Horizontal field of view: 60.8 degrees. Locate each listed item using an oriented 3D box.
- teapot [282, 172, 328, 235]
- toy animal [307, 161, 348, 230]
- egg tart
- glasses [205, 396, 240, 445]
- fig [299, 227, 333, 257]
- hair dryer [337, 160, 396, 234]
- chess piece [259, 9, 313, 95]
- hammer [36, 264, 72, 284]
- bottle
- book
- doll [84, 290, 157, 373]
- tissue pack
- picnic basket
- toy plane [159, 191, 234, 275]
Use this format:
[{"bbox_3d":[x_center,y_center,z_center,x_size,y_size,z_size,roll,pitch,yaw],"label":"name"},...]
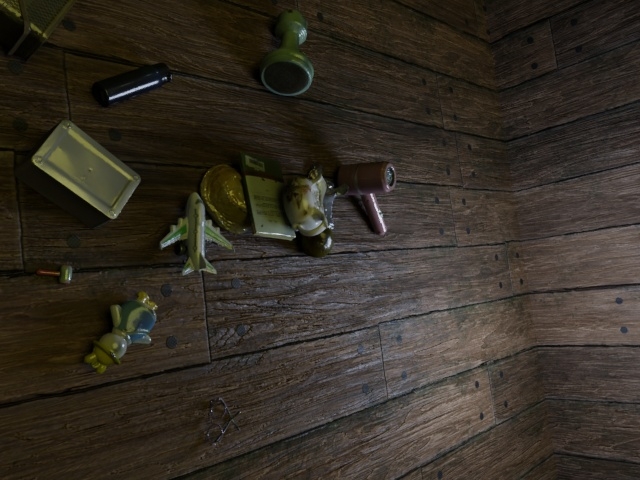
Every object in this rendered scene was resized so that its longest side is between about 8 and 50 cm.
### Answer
[{"bbox_3d":[-0.042,-0.117,1.867,0.204,0.139,0.298,63,17,-45],"label":"teapot"},{"bbox_3d":[-0.005,-0.178,2.037,0.197,0.160,0.272,-6,79,-43],"label":"toy animal"},{"bbox_3d":[-0.280,-0.144,1.790,0.232,0.098,0.252,-14,87,-48],"label":"egg tart"},{"bbox_3d":[-0.294,0.554,1.674,0.104,0.063,0.139,34,57,-60],"label":"glasses"},{"bbox_3d":[0.010,-0.007,2.018,0.185,0.127,0.132,-7,73,-41],"label":"fig"},{"bbox_3d":[0.225,-0.160,2.221,0.125,0.210,0.352,-59,136,-40],"label":"hair dryer"},{"bbox_3d":[-0.116,-0.705,2.013,0.195,0.195,0.299,27,54,-38],"label":"chess piece"},{"bbox_3d":[-0.681,0.085,1.395,0.083,0.031,0.052,10,71,-36],"label":"hammer"},{"bbox_3d":[-0.550,-0.465,1.608,0.244,0.082,0.072,-38,152,-41],"label":"bottle"},{"bbox_3d":[-0.178,-0.148,1.833,0.201,0.026,0.289,9,66,-53],"label":"book"},{"bbox_3d":[-0.528,0.245,1.462,0.241,0.099,0.135,-54,157,-35],"label":"doll"},{"bbox_3d":[-0.627,-0.168,1.424,0.246,0.136,0.159,43,55,-30],"label":"tissue pack"},{"bbox_3d":[-0.732,-0.604,1.392,0.139,0.165,0.266,39,58,-33],"label":"picnic basket"},{"bbox_3d":[-0.383,-0.019,1.655,0.251,0.101,0.255,2,76,-44],"label":"toy plane"}]
